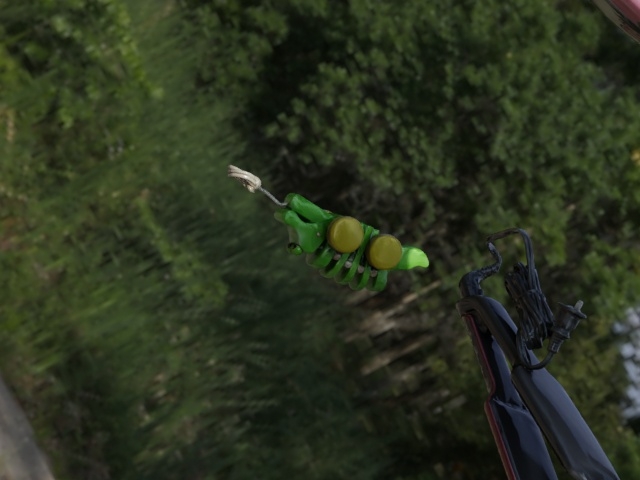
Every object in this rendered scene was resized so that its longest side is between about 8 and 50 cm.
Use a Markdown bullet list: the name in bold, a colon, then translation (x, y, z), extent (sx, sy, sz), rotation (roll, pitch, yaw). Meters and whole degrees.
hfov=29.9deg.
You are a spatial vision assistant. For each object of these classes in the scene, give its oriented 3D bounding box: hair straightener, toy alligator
- **hair straightener**: translation (0.135, 0.067, 0.725), extent (0.047, 0.089, 0.230), rotation (27, 29, -23)
- **toy alligator**: translation (0.000, 0.000, 0.949), extent (0.189, 0.051, 0.056), rotation (24, -2, -24)

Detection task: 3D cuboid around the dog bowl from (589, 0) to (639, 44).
- **dog bowl**: translation (0.317, -0.278, 0.741), extent (0.408, 0.408, 0.150), rotation (63, 24, -8)
